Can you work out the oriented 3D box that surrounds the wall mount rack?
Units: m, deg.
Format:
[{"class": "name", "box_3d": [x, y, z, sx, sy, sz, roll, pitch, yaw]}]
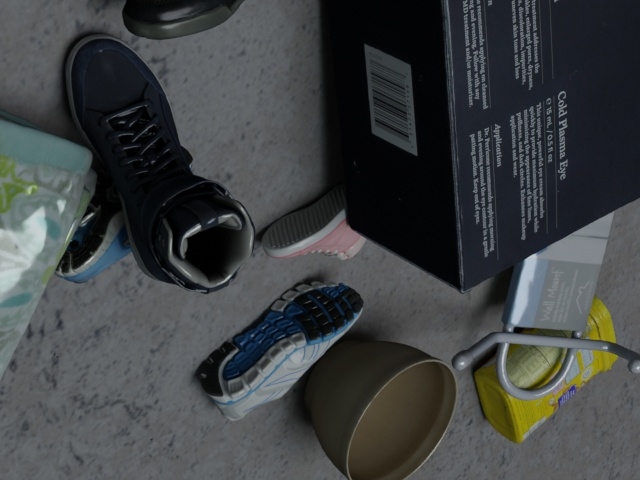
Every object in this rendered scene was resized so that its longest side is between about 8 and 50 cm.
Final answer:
[{"class": "wall mount rack", "box_3d": [0.260, 0.028, 2.098, 0.304, 0.130, 0.350, 5, 103, -33]}]

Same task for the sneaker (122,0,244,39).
[{"class": "sneaker", "box_3d": [-0.083, -0.259, 1.566, 0.227, 0.087, 0.130, -36, 137, -29]}]

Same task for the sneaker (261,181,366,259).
[{"class": "sneaker", "box_3d": [0.000, 0.000, 1.876, 0.134, 0.051, 0.070, -33, 133, -33]}]

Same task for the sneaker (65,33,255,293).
[{"class": "sneaker", "box_3d": [-0.129, -0.061, 1.545, 0.086, 0.163, 0.226, -26, 106, -15]}]

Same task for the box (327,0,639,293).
[{"class": "box", "box_3d": [0.184, -0.181, 1.795, 0.312, 0.179, 0.343, -25, 125, -29]}]

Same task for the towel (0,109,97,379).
[{"class": "towel", "box_3d": [-0.365, 0.024, 1.459, 0.374, 0.090, 0.321, 20, 101, -52]}]

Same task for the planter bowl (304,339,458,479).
[{"class": "planter bowl", "box_3d": [0.052, 0.171, 2.015, 0.162, 0.109, 0.162, -28, 135, -31]}]

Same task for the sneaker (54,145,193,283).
[{"class": "sneaker", "box_3d": [-0.178, -0.026, 1.670, 0.162, 0.063, 0.073, -43, 160, -11]}]

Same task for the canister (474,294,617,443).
[{"class": "canister", "box_3d": [0.270, 0.150, 2.273, 0.170, 0.073, 0.126, -39, 139, -19]}]

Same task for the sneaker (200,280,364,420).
[{"class": "sneaker", "box_3d": [-0.036, 0.114, 1.919, 0.190, 0.071, 0.083, -33, 145, -15]}]
